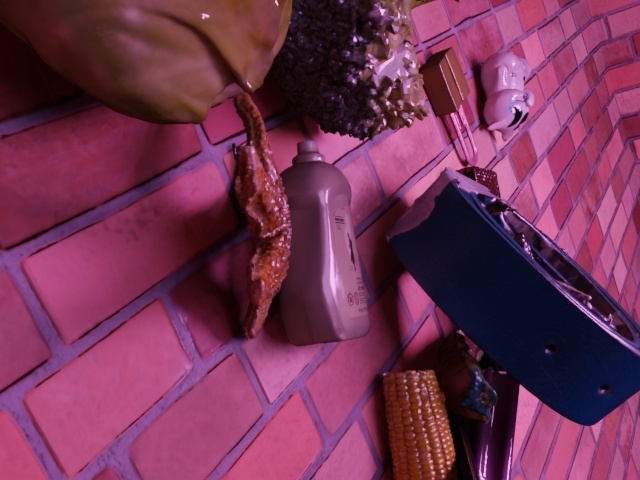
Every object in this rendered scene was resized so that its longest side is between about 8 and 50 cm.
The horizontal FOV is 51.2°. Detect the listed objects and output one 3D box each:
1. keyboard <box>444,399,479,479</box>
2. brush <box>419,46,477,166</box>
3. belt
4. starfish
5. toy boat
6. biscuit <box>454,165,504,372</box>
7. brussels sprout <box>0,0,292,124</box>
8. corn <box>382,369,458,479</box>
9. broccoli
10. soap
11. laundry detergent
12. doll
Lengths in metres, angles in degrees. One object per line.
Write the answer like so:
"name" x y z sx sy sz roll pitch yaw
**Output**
"keyboard" 0.211 0.337 0.952 0.317 0.027 0.106 -75 153 -76
"brush" 0.270 -0.253 1.317 0.233 0.047 0.103 62 39 -20
"belt" 0.308 0.079 1.028 0.436 0.173 0.300 47 20 6
"starfish" -0.059 -0.029 0.684 0.302 0.060 0.298 -144 -127 -81
"toy boat" 0.234 0.191 1.057 0.293 0.099 0.108 -44 118 -70
"biscuit" 0.308 0.053 1.257 0.107 0.073 0.387 3 77 -51
"brussels sprout" -0.151 -0.270 0.588 0.328 0.247 0.327 -43 151 -30
"corn" 0.145 0.304 0.948 0.093 0.093 0.243 2 79 -53
"broccoli" 0.090 -0.299 0.887 0.397 0.275 0.353 -3 126 -44
"soap" 0.294 0.334 1.129 0.122 0.066 0.203 77 26 -50
"laundry detergent" 0.000 0.000 0.840 0.181 0.091 0.253 11 70 -68
"doll" 0.409 -0.324 1.472 0.110 0.107 0.180 11 71 -43
